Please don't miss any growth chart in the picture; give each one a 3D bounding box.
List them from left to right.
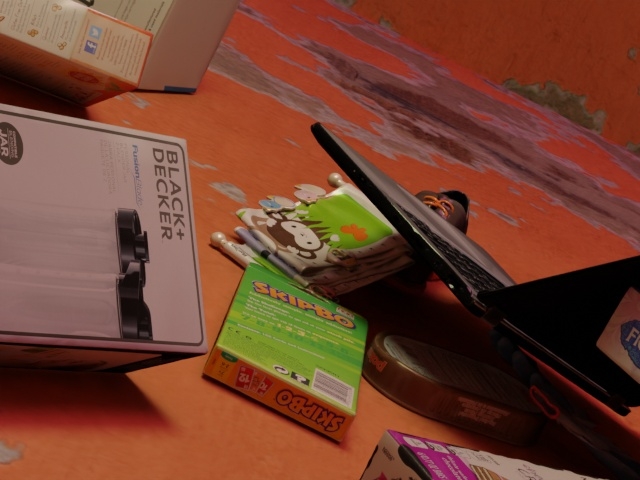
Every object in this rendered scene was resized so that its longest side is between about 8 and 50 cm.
[{"bbox_3d":[0.000,0.000,1.812,0.172,0.021,0.237,32,33,23],"label":"growth chart"}]

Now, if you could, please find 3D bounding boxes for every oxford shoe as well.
[{"bbox_3d":[0.097,-0.009,1.966,0.097,0.098,0.271,31,15,10],"label":"oxford shoe"}]

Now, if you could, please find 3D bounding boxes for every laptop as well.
[{"bbox_3d":[0.265,0.003,1.718,0.408,0.236,0.382,49,9,35],"label":"laptop"}]

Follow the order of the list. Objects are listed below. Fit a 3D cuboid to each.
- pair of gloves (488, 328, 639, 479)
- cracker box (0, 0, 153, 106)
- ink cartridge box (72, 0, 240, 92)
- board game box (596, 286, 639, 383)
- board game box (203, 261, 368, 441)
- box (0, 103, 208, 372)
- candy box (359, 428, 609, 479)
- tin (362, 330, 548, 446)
[{"bbox_3d":[0.231,0.157,1.684,0.159,0.023,0.198,39,7,-33],"label":"pair of gloves"},{"bbox_3d":[-0.311,-0.216,1.897,0.232,0.067,0.156,20,-12,-26],"label":"cracker box"},{"bbox_3d":[-0.246,-0.310,2.255,0.233,0.168,0.171,32,15,19],"label":"ink cartridge box"},{"bbox_3d":[0.435,0.169,1.503,0.319,0.066,0.318,15,20,-39],"label":"board game box"},{"bbox_3d":[-0.024,0.087,1.552,0.124,0.039,0.259,27,17,-3],"label":"board game box"},{"bbox_3d":[-0.209,-0.002,1.245,0.087,0.169,0.290,-15,-15,35],"label":"box"},{"bbox_3d":[0.157,0.224,1.328,0.233,0.071,0.159,17,17,-35],"label":"candy box"},{"bbox_3d":[0.124,0.134,1.654,0.190,0.040,0.106,20,20,-27],"label":"tin"}]
